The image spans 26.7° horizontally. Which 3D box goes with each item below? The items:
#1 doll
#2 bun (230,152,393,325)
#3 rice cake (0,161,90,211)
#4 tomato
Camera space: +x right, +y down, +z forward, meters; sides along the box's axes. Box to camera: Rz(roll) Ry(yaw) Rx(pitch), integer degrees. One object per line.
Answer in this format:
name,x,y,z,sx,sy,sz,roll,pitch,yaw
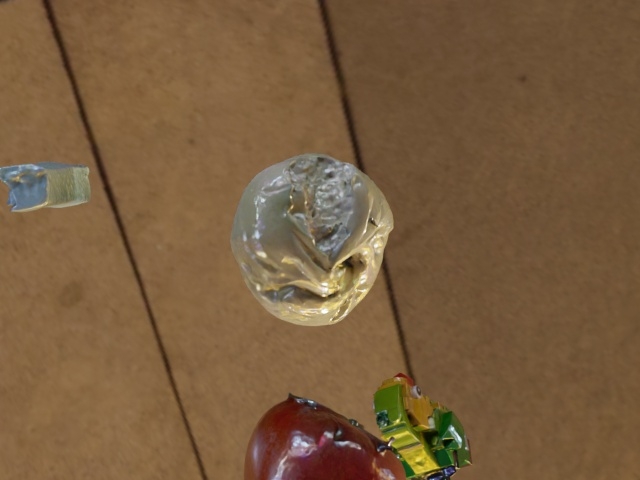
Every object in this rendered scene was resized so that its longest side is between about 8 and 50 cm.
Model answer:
doll,0.135,0.272,1.857,0.106,0.134,0.186,-21,116,27
bun,0.000,0.000,1.693,0.210,0.116,0.237,-46,129,-15
rice cake,-0.179,-0.035,0.870,0.042,0.180,0.030,-6,93,-2
tomato,0.000,0.230,1.241,0.167,0.167,0.167,-10,114,-23
